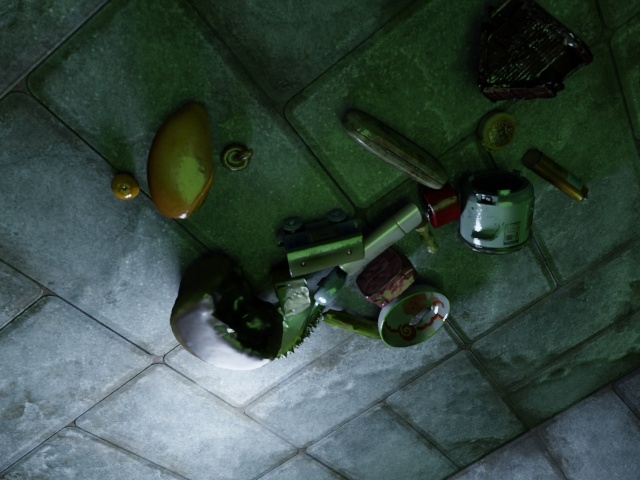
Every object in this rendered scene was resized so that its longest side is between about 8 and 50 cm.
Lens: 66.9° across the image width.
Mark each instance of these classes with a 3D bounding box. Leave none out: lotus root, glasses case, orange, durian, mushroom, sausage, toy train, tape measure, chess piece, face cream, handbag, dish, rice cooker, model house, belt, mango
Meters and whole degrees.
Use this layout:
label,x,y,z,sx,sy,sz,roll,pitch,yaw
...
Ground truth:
label,x,y,z,sx,sy,sz,roll,pitch,yaw
lotus root,-0.114,0.176,1.797,0.119,0.138,0.235,-19,144,-9
glasses case,0.247,-0.293,1.574,0.425,0.156,0.098,25,115,-28
orange,-0.600,-0.165,1.487,0.083,0.070,0.083,-7,120,-12
durian,-0.140,0.353,1.961,0.394,0.163,0.198,-35,86,5
mushroom,-0.247,-0.263,1.508,0.129,0.073,0.088,-13,117,36
sausage,0.914,-0.237,1.840,0.371,0.082,0.082,23,114,-28
toy train,0.000,0.000,1.676,0.299,0.202,0.131,-14,127,-8
tape measure,-0.014,0.237,1.820,0.084,0.164,0.330,37,90,7
chess piece,0.413,-0.011,1.872,0.060,0.060,0.172,-31,128,7
face cream,0.224,-0.007,1.777,0.348,0.081,0.173,-38,165,11
handbag,0.254,0.143,1.877,0.225,0.146,0.135,-43,129,14
dish,0.374,0.291,2.025,0.324,0.124,0.324,-12,130,-15
rice cooker,0.629,-0.091,1.746,0.264,0.316,0.317,11,132,29
model house,0.616,-0.554,1.496,0.317,0.297,0.282,-12,147,-54
belt,0.436,-0.129,1.731,0.124,0.128,0.201,-26,158,4
mango,-0.400,-0.228,1.432,0.199,0.201,0.350,-11,122,-44

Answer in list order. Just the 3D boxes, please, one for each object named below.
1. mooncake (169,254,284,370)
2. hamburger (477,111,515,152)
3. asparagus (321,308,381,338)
label,x,y,z,sx,sy,sz,roll,pitch,yaw
mooncake,-0.323,0.254,1.723,0.393,0.246,0.394,7,126,-2
hamburger,0.606,-0.371,1.664,0.126,0.081,0.141,11,118,-21
asparagus,0.128,0.343,2.013,0.343,0.085,0.082,20,102,-28
